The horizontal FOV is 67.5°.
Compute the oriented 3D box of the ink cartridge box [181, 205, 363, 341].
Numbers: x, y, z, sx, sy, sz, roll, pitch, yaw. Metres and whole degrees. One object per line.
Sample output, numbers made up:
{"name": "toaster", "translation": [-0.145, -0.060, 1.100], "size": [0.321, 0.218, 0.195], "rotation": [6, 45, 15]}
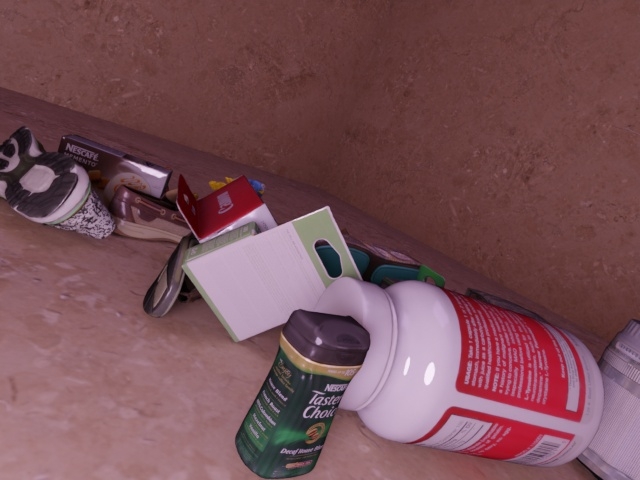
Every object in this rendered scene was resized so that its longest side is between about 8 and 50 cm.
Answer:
{"name": "ink cartridge box", "translation": [-0.068, 0.048, 0.744], "size": [0.056, 0.235, 0.171], "rotation": [-102, 168, -60]}

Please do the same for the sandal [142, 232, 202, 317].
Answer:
{"name": "sandal", "translation": [-0.228, 0.054, 0.853], "size": [0.086, 0.120, 0.303], "rotation": [33, 9, -9]}

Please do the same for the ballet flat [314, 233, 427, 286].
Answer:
{"name": "ballet flat", "translation": [0.083, 0.042, 1.012], "size": [0.316, 0.107, 0.106], "rotation": [18, 27, -31]}

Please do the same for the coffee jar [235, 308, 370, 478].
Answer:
{"name": "coffee jar", "translation": [-0.019, 0.166, 0.532], "size": [0.096, 0.184, 0.079], "rotation": [14, 14, -38]}

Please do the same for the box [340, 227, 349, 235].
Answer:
{"name": "box", "translation": [-0.012, 0.044, 1.159], "size": [0.021, 0.201, 0.164], "rotation": [56, 5, -11]}

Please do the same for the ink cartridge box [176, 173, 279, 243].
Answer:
{"name": "ink cartridge box", "translation": [-0.152, -0.019, 0.927], "size": [0.271, 0.130, 0.309], "rotation": [62, -6, -23]}

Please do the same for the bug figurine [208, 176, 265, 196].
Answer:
{"name": "bug figurine", "translation": [-0.169, -0.064, 1.201], "size": [0.216, 0.072, 0.278], "rotation": [24, -36, 44]}

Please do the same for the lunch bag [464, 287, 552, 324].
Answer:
{"name": "lunch bag", "translation": [0.485, 0.254, 1.185], "size": [0.236, 0.168, 0.287], "rotation": [22, 6, -6]}

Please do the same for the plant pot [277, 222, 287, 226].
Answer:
{"name": "plant pot", "translation": [-0.099, 0.007, 1.379], "size": [0.237, 0.032, 0.236], "rotation": [5, 23, -2]}

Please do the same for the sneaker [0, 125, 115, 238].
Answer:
{"name": "sneaker", "translation": [-0.556, -0.097, 0.974], "size": [0.411, 0.158, 0.182], "rotation": [29, -19, 37]}

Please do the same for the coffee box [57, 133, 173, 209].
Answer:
{"name": "coffee box", "translation": [-0.511, -0.151, 1.178], "size": [0.247, 0.141, 0.098], "rotation": [21, 11, -15]}

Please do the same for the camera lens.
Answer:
{"name": "camera lens", "translation": [0.586, 0.306, 0.847], "size": [0.220, 0.274, 0.219], "rotation": [22, 11, -4]}

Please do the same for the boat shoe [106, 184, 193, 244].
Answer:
{"name": "boat shoe", "translation": [-0.341, -0.064, 1.149], "size": [0.123, 0.123, 0.342], "rotation": [32, 13, 38]}

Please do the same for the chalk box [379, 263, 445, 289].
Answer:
{"name": "chalk box", "translation": [0.180, 0.155, 0.917], "size": [0.132, 0.212, 0.132], "rotation": [15, 13, -35]}

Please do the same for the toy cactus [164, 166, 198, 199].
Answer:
{"name": "toy cactus", "translation": [-0.395, -0.111, 1.353], "size": [0.181, 0.112, 0.219], "rotation": [39, -3, 10]}

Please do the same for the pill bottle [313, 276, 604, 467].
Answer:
{"name": "pill bottle", "translation": [0.191, 0.192, 0.716], "size": [0.408, 0.228, 0.229], "rotation": [19, 11, -21]}
